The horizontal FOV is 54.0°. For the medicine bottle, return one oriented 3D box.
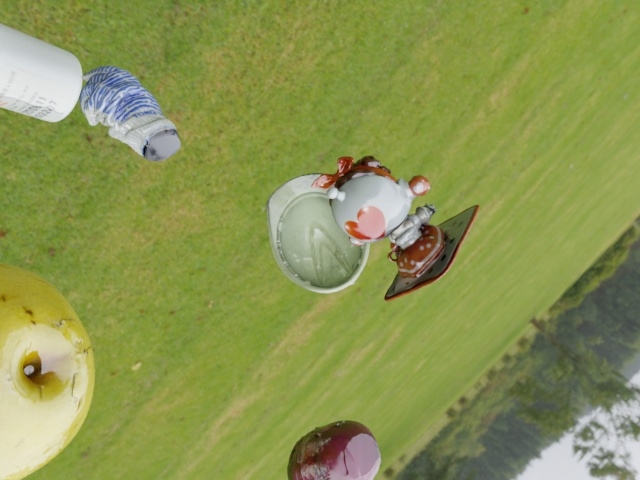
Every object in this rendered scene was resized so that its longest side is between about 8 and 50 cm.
[{"bbox_3d":[-0.840,-0.456,1.643,0.371,0.211,0.211,12,117,-53],"label":"medicine bottle"}]

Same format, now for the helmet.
[{"bbox_3d":[-0.001,-0.003,1.357,0.204,0.258,0.137,-21,167,1],"label":"helmet"}]

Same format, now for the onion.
[{"bbox_3d":[0.048,0.489,1.300,0.195,0.218,0.140,-16,172,-40],"label":"onion"}]

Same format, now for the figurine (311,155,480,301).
[{"bbox_3d":[0.094,-0.043,1.005,0.160,0.226,0.183,-57,-169,-30],"label":"figurine"}]

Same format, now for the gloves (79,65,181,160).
[{"bbox_3d":[-0.303,-0.206,0.974,0.119,0.229,0.097,-18,134,-50],"label":"gloves"}]

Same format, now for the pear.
[{"bbox_3d":[-0.506,0.193,0.917,0.348,0.348,0.348,-38,154,-22],"label":"pear"}]
